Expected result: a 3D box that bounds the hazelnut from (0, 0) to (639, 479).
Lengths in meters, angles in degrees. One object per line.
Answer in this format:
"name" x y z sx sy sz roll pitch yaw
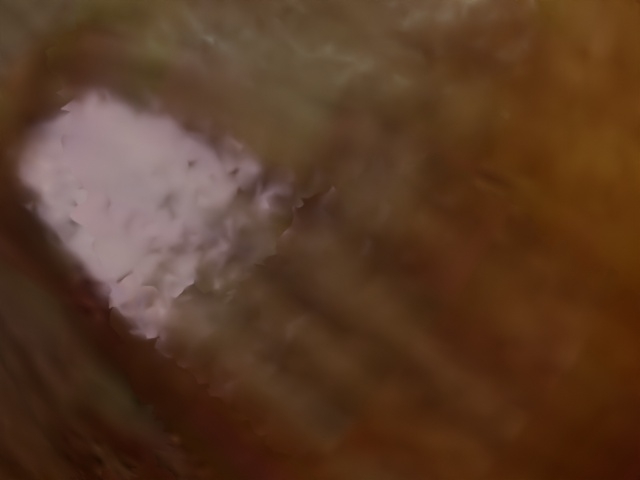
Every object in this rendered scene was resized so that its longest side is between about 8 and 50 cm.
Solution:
"hazelnut" 0.001 0.007 0.443 0.210 0.210 0.186 -33 87 21
